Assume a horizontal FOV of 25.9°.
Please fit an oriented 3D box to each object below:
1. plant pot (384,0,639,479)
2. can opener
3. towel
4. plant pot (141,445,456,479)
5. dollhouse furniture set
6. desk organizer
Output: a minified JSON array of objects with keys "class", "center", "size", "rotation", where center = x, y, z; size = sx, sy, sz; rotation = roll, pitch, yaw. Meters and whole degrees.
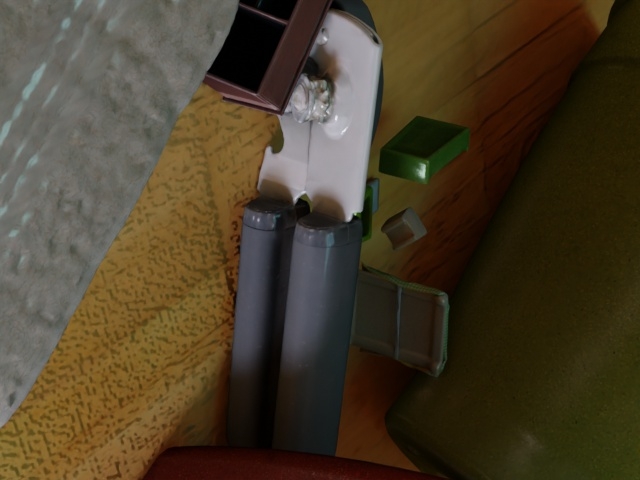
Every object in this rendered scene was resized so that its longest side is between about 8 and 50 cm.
[{"class":"plant pot","center":[0.239,0.070,0.952],"size":[0.353,0.366,0.366],"rotation":[-49,139,-8]},{"class":"can opener","center":[0.000,0.000,0.809],"size":[0.093,0.074,0.280],"rotation":[-9,112,-50]},{"class":"towel","center":[-0.148,-0.065,0.623],"size":[0.187,0.049,0.282],"rotation":[40,75,-49]},{"class":"plant pot","center":[-0.013,0.263,0.772],"size":[0.267,0.235,0.267],"rotation":[-57,141,-17]},{"class":"dollhouse furniture set","center":[0.057,0.003,0.878],"size":[0.058,0.076,0.152],"rotation":[-39,137,-51]},{"class":"desk organizer","center":[-0.025,-0.139,0.742],"size":[0.050,0.047,0.130],"rotation":[30,81,-50]}]
